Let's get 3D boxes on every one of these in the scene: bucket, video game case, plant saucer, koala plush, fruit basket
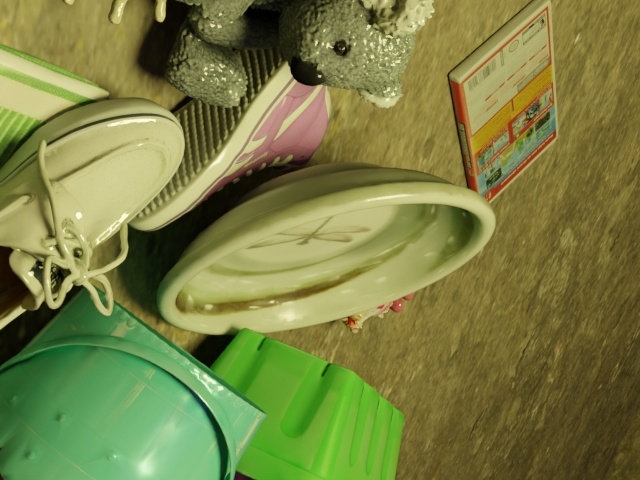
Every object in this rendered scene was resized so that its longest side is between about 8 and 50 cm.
[{"bbox_3d":[-0.203,0.185,0.882,0.183,0.281,0.281,-54,143,-10],"label":"bucket"},{"bbox_3d":[0.292,-0.204,1.314,0.204,0.025,0.285,-42,141,-17],"label":"video game case"},{"bbox_3d":[0.000,0.000,0.997,0.400,0.101,0.400,-14,161,-5],"label":"plant saucer"},{"bbox_3d":[-0.006,-0.217,0.789,0.203,0.221,0.196,-59,171,-27],"label":"koala plush"},{"bbox_3d":[-0.044,0.346,1.113,0.392,0.282,0.392,-44,144,-45],"label":"fruit basket"}]

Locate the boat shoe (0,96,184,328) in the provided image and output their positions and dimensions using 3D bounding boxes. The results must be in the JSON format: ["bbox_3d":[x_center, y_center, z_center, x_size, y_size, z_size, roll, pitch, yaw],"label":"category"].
[{"bbox_3d":[-0.247,0.013,0.724,0.367,0.156,0.136,-35,139,-22],"label":"boat shoe"}]

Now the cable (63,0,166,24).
[{"bbox_3d":[-0.135,-0.327,0.718,0.139,0.072,0.287,-5,121,-50],"label":"cable"}]

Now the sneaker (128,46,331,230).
[{"bbox_3d":[-0.086,-0.091,0.930,0.282,0.102,0.161,-46,145,-11],"label":"sneaker"}]

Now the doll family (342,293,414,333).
[{"bbox_3d":[0.094,0.010,1.213,0.163,0.118,0.263,-5,139,-53],"label":"doll family"}]

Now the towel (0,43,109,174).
[{"bbox_3d":[-0.352,-0.028,0.743,0.247,0.038,0.325,17,105,-51],"label":"towel"}]
